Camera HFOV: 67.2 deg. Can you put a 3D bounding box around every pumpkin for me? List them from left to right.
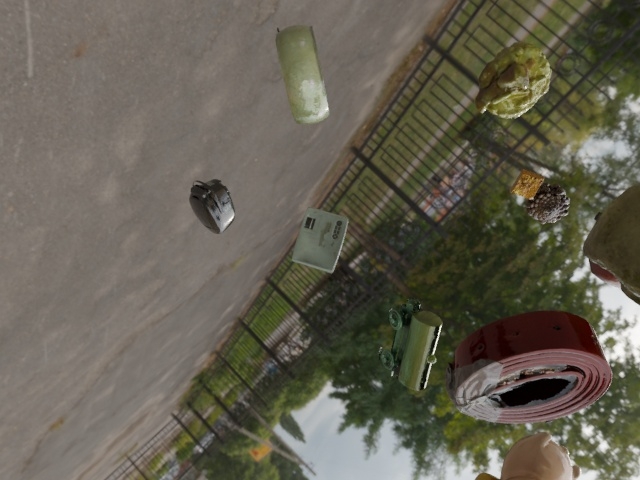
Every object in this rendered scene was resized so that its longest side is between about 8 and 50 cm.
[{"bbox_3d":[0.640,-0.173,1.491,0.054,0.074,0.083,-50,163,-57],"label":"pumpkin"}]

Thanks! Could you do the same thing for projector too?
[{"bbox_3d":[0.000,0.000,1.250,0.061,0.115,0.147,77,30,-82],"label":"projector"}]

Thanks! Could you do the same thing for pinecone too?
[{"bbox_3d":[0.875,-0.151,1.867,0.173,0.173,0.173,-44,172,-8],"label":"pinecone"}]

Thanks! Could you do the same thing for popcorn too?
[{"bbox_3d":[0.637,-0.529,1.626,0.251,0.206,0.237,-33,160,-10],"label":"popcorn"}]

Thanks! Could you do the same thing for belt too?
[{"bbox_3d":[0.423,0.277,1.012,0.324,0.227,0.115,-30,-156,28],"label":"belt"}]

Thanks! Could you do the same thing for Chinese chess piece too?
[{"bbox_3d":[-0.041,-0.399,1.156,0.092,0.238,0.238,-12,173,5],"label":"Chinese chess piece"}]

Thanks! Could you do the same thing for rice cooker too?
[{"bbox_3d":[-0.375,-0.121,1.673,0.118,0.142,0.203,-41,138,-33],"label":"rice cooker"}]

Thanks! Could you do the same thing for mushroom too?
[{"bbox_3d":[0.715,0.013,1.036,0.212,0.217,0.292,-51,165,-50],"label":"mushroom"}]

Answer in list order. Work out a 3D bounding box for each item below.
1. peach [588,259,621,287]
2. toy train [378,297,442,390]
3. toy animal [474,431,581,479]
[{"bbox_3d":[1.049,0.014,1.585,0.332,0.308,0.308,-45,173,19],"label":"peach"},{"bbox_3d":[0.295,0.349,1.586,0.126,0.189,0.307,-1,114,-22],"label":"toy train"},{"bbox_3d":[0.627,0.766,1.388,0.345,0.277,0.247,-48,170,9],"label":"toy animal"}]
